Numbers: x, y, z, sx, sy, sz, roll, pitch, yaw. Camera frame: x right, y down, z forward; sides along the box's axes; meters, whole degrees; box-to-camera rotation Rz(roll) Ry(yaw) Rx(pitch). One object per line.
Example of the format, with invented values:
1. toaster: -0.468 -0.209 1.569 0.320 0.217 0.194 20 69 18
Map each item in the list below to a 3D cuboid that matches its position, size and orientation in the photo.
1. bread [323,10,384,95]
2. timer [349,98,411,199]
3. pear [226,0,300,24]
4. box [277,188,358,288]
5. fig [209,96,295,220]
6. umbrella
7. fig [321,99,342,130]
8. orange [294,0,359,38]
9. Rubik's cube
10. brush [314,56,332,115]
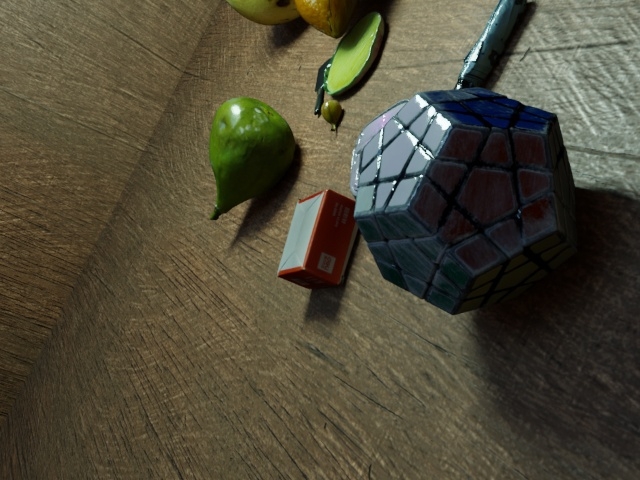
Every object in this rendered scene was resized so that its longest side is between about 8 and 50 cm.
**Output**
1. bread: 0.083 -0.449 1.878 0.228 0.034 0.228 -43 31 34
2. timer: 0.136 -0.170 1.499 0.208 0.069 0.190 -28 46 47
3. pear: -0.143 -0.806 2.270 0.348 0.348 0.348 -41 34 36
4. box: 0.000 0.000 1.553 0.133 0.099 0.182 -17 53 58
5. fig: -0.200 -0.220 1.965 0.314 0.233 0.233 -41 34 44
6. umbrella: 0.292 -0.337 1.388 0.250 0.052 0.053 -60 28 4
7. fig: 0.027 -0.293 1.824 0.050 0.050 0.083 -30 56 47
8. orange: 0.050 -0.672 1.907 0.310 0.274 0.274 -40 27 -5
9. Rubik's cube: 0.202 -0.058 1.062 0.319 0.319 0.264 -116 30 -58
10. brush: 0.002 -0.395 1.985 0.063 0.016 0.193 -35 38 44
